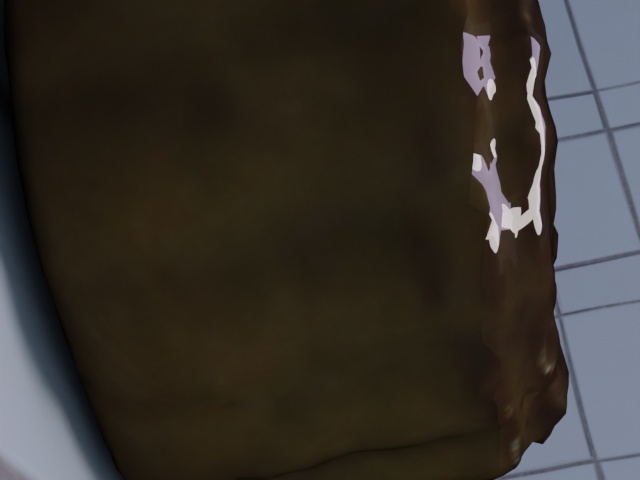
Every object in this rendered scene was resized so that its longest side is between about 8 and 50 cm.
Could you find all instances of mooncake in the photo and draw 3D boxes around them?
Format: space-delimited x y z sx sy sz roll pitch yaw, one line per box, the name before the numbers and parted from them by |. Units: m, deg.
mooncake | -0.007 -0.044 0.504 0.324 0.187 0.324 -10 90 -89
